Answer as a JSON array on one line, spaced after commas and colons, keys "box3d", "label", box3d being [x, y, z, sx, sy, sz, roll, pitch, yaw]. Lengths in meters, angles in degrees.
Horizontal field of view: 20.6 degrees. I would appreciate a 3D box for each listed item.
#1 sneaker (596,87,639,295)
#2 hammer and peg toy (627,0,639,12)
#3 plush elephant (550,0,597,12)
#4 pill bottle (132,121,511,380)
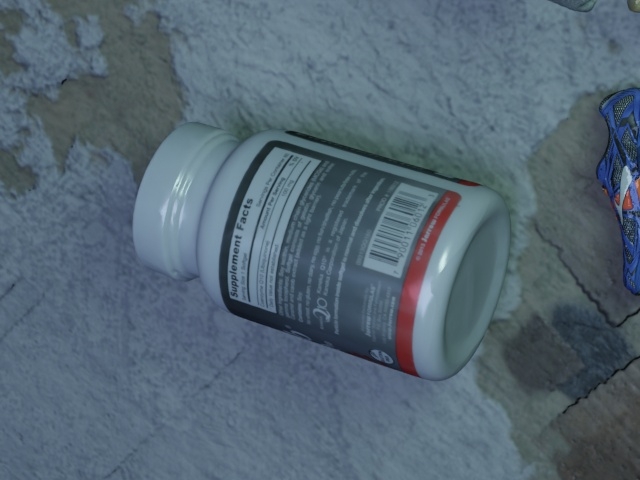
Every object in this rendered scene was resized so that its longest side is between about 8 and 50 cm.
[{"box3d": [0.319, -0.053, 1.752, 0.087, 0.083, 0.221, 13, 111, 39], "label": "sneaker"}, {"box3d": [0.407, -0.311, 1.476, 0.127, 0.266, 0.361, -130, 33, -58], "label": "hammer and peg toy"}, {"box3d": [0.184, -0.352, 1.564, 0.271, 0.255, 0.330, 25, 126, 1], "label": "plush elephant"}, {"box3d": [0.000, 0.000, 1.860, 0.363, 0.210, 0.210, 18, 118, 22], "label": "pill bottle"}]
